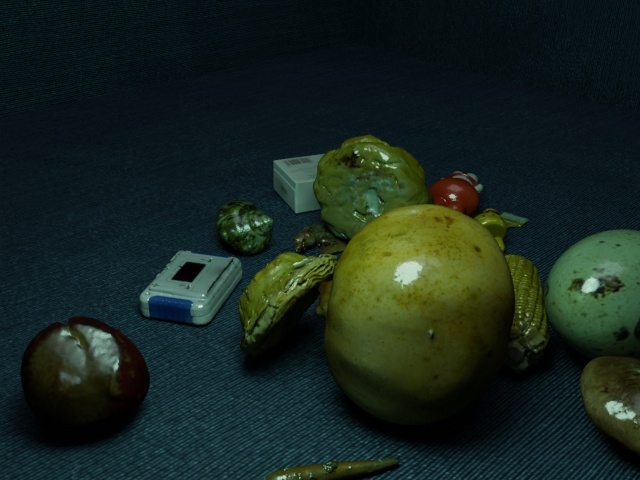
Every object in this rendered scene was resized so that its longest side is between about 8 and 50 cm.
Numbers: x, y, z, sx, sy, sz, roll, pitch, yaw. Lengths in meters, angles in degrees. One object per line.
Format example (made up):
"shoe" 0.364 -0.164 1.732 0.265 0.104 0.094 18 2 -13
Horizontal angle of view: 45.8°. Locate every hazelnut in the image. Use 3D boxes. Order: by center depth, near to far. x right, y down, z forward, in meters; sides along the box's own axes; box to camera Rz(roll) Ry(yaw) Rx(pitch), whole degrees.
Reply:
"hazelnut" -0.439 0.257 1.402 0.233 0.218 0.218 27 32 7

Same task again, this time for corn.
"corn" 0.437 0.147 1.700 0.143 0.144 0.387 7 29 10

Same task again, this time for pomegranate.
"pomegranate" 0.173 0.137 1.441 0.416 0.417 0.417 1 27 -1

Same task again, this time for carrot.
"carrot" 0.022 0.399 1.299 0.254 0.049 0.049 -4 28 -21

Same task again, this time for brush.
"brush" 0.526 -0.034 2.196 0.082 0.010 0.218 20 33 30

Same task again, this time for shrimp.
"shrimp" 0.000 -0.004 2.058 0.132 0.052 0.187 17 28 27

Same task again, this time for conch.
"conch" -0.198 -0.042 2.045 0.181 0.124 0.187 22 25 28

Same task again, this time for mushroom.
"mushroom" 0.614 0.310 1.391 0.278 0.146 0.278 8 27 -4

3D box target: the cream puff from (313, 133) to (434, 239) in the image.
"cream puff" 0.155 -0.140 2.069 0.324 0.291 0.257 23 23 13

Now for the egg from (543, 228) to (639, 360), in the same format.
"egg" 0.630 0.120 1.590 0.287 0.288 0.379 24 21 36

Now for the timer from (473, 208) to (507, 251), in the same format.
"timer" 0.458 -0.020 2.066 0.107 0.107 0.109 -1 46 -6

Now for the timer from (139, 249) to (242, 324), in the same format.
"timer" -0.305 0.102 1.809 0.178 0.078 0.253 7 28 12

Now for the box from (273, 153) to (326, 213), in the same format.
"box" 0.004 -0.185 2.347 0.260 0.111 0.194 -8 29 -22

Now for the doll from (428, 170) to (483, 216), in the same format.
"doll" 0.387 -0.120 2.228 0.161 0.130 0.290 15 36 19

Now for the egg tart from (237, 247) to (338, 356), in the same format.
"egg tart" -0.083 0.115 1.582 0.116 0.295 0.295 41 39 10
